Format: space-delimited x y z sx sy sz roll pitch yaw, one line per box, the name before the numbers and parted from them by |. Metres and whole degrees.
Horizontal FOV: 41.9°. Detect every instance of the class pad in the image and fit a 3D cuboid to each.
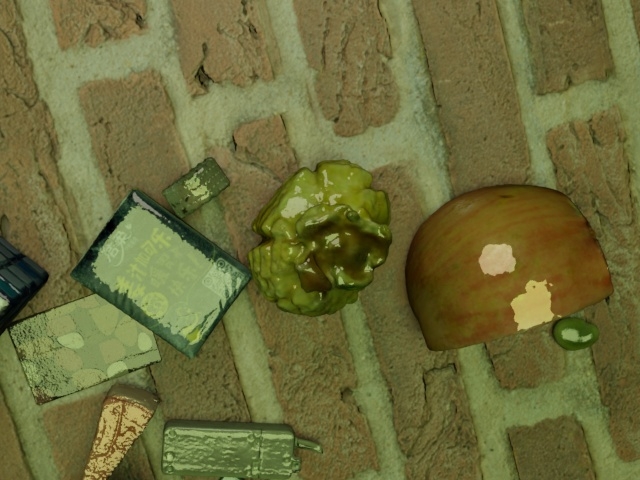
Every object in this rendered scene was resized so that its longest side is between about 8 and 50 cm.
pad | -0.414 0.181 1.473 0.235 0.003 0.158 -19 98 -5

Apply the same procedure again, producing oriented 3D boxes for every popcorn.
popcorn | 0.000 0.000 1.397 0.224 0.270 0.258 32 135 -6

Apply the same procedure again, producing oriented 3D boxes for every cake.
cake | -0.374 0.352 1.441 0.090 0.109 0.225 34 90 -9

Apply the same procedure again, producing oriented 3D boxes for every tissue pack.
tissue pack | -0.270 0.056 1.438 0.257 0.081 0.185 37 87 -10

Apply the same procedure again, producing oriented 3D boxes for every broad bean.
broad bean | 0.478 0.176 1.568 0.083 0.045 0.063 1 94 0

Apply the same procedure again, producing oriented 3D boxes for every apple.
apple | 0.308 0.058 1.460 0.309 0.314 0.252 -16 139 -6

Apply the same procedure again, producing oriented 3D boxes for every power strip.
power strip | -0.139 0.377 1.503 0.288 0.053 0.093 5 94 -8

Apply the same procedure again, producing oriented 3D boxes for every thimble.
thimble | -0.213 -0.090 1.429 0.110 0.084 0.062 -40 102 -17

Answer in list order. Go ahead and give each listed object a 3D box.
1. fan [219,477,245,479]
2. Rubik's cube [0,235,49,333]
fan | -0.072 0.520 1.543 0.282 0.023 0.057 36 89 -8
Rubik's cube | -0.642 0.088 1.291 0.292 0.287 0.293 40 89 -8
